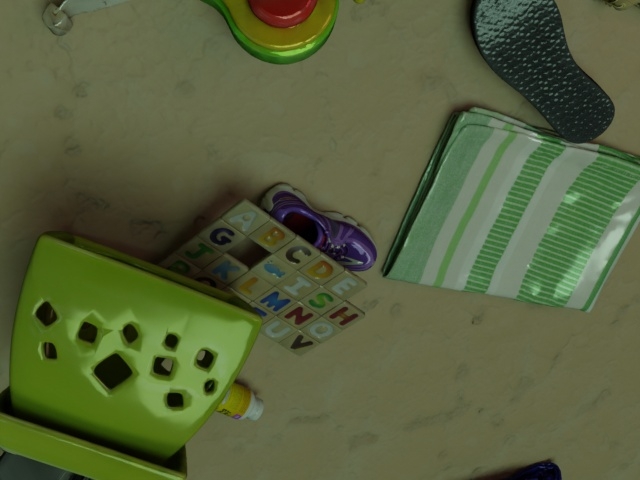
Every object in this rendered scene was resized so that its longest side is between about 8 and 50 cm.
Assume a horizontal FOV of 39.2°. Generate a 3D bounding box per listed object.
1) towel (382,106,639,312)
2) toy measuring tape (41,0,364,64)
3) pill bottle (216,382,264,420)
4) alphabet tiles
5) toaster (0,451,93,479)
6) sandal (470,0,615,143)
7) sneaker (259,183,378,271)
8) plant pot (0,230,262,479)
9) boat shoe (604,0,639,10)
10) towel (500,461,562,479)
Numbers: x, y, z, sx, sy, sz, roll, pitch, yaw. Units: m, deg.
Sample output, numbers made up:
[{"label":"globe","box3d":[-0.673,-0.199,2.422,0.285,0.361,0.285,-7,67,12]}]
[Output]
[{"label":"towel","box3d":[0.269,-0.028,1.164,0.324,0.038,0.248,11,116,-23]},{"label":"toy measuring tape","box3d":[-0.098,-0.216,0.887,0.330,0.121,0.121,-16,123,-3]},{"label":"pill bottle","box3d":[-0.115,0.207,1.171,0.083,0.043,0.043,29,107,-29]},{"label":"alphabet tiles","box3d":[-0.069,0.062,1.079,0.198,0.009,0.237,-35,126,30]},{"label":"toaster","box3d":[-0.288,0.269,1.087,0.168,0.110,0.186,19,113,-50]},{"label":"sandal","box3d":[0.249,-0.210,1.043,0.097,0.054,0.254,-34,124,14]},{"label":"sneaker","box3d":[0.000,0.000,1.072,0.170,0.071,0.068,27,108,-30]},{"label":"plant pot","box3d":[-0.206,0.125,0.925,0.228,0.227,0.207,21,87,-10]},{"label":"boat shoe","box3d":[0.350,-0.285,1.031,0.135,0.050,0.045,8,111,-22]},{"label":"towel","box3d":[0.285,0.512,1.461,0.227,0.076,0.308,-11,122,-11]}]
